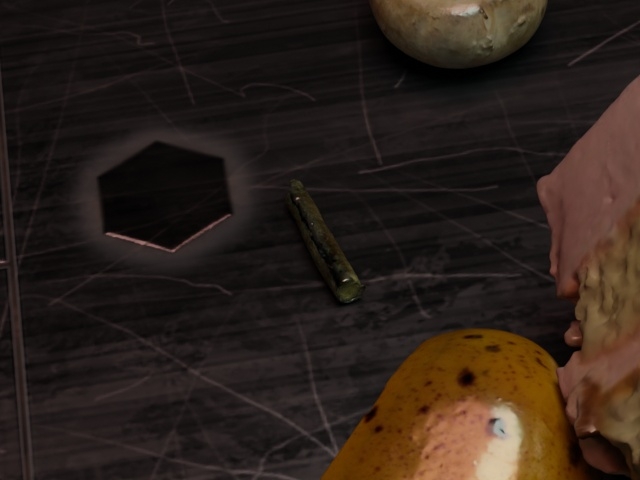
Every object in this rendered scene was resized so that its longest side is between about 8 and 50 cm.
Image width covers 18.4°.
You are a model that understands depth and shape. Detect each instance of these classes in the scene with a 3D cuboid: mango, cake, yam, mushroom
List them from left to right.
[{"bbox_3d":[0.000,0.000,1.667,0.027,0.033,0.129,-36,49,9],"label":"yam"},{"bbox_3d":[0.090,0.198,1.423,0.191,0.160,0.290,35,65,18],"label":"mango"},{"bbox_3d":[0.126,-0.232,1.780,0.166,0.127,0.166,-1,58,2],"label":"mushroom"},{"bbox_3d":[0.341,0.034,1.398,0.314,0.293,0.307,10,55,-29],"label":"cake"}]
